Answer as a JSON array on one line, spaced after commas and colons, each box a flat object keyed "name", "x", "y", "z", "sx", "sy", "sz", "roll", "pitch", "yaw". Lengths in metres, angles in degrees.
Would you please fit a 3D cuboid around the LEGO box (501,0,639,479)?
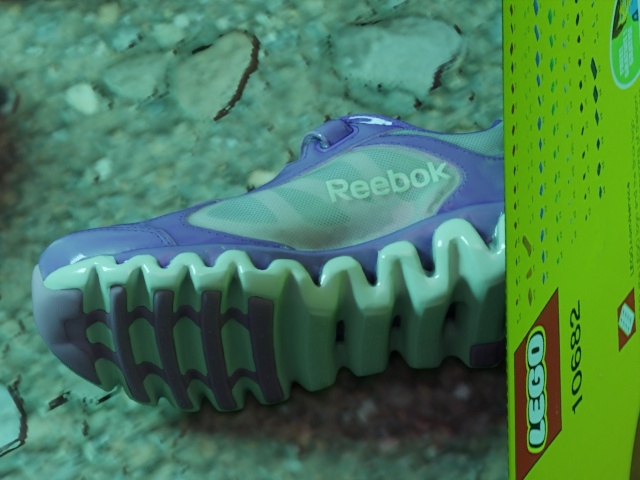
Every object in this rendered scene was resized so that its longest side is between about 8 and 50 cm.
[{"name": "LEGO box", "x": 0.268, "y": -0.084, "z": 0.695, "sx": 0.372, "sy": 0.193, "sz": 0.500, "roll": 8, "pitch": 60, "yaw": -9}]

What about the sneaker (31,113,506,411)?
[{"name": "sneaker", "x": 0.000, "y": 0.000, "z": 0.765, "sx": 0.236, "sy": 0.095, "sz": 0.105, "roll": -6, "pitch": 56, "yaw": -9}]
